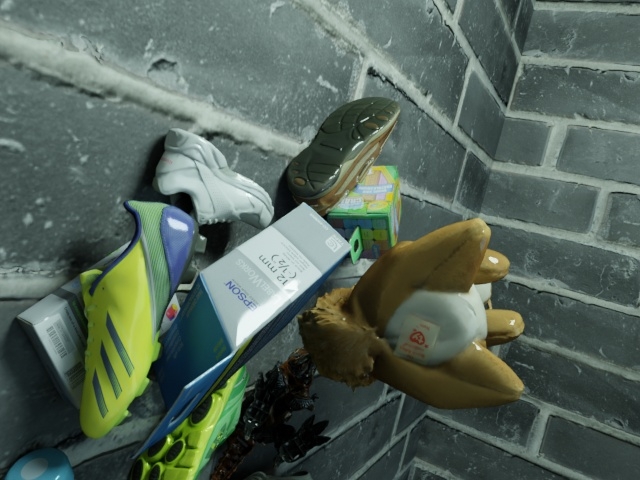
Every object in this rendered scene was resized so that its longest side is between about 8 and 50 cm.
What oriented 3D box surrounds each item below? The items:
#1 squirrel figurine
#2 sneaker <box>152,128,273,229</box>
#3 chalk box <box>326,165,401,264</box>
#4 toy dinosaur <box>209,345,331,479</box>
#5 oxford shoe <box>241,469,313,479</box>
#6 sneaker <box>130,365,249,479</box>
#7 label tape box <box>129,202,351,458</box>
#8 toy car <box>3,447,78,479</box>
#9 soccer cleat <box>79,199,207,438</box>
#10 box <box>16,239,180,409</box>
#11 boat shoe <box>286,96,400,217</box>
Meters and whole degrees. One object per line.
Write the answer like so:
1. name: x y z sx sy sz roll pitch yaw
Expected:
1. squirrel figurine: 0.158 0.124 0.949 0.370 0.397 0.281 -35 104 -73
2. sneaker: -0.160 -0.060 0.748 0.232 0.090 0.115 39 76 -50
3. chalk box: 0.095 -0.046 1.086 0.132 0.132 0.213 77 20 -43
4. toy dinosaur: -0.093 0.344 0.985 0.218 0.164 0.322 -30 -142 65
5. oxford shoe: -0.147 0.547 1.043 0.449 0.169 0.130 27 39 -54
6. sneaker: -0.196 0.323 0.840 0.296 0.109 0.123 -60 145 -25
7. label tape box: -0.133 0.118 0.729 0.347 0.115 0.249 -36 167 -47
8. toy car: -0.291 0.408 0.576 0.210 0.238 0.219 -39 137 -47
9. soccer cleat: -0.240 0.089 0.612 0.121 0.093 0.289 23 86 -30
10. box: -0.271 0.100 0.663 0.186 0.038 0.145 -44 139 -42
11. boat shoe: 0.049 -0.170 1.033 0.324 0.122 0.120 -47 148 -28
